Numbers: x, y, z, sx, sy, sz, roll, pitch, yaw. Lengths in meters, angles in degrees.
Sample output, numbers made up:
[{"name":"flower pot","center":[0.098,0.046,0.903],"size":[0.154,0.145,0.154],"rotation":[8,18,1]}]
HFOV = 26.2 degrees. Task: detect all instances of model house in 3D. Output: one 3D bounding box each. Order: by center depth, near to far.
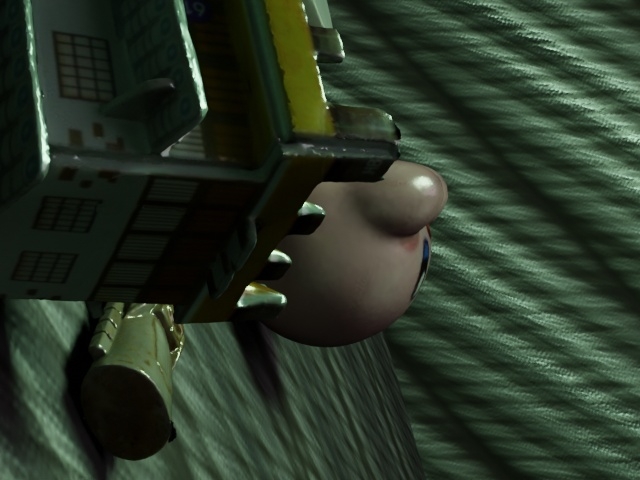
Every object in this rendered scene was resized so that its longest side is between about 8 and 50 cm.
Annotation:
[{"name":"model house","center":[-0.106,-0.079,0.731],"size":[0.198,0.215,0.224],"rotation":[-51,-137,49]}]

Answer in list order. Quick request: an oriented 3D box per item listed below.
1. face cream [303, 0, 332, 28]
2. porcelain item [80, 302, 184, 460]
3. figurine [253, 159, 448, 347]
[{"name":"face cream","center":[-0.104,-0.270,1.340],"size":[0.218,0.179,0.218],"rotation":[-17,90,-83]},{"name":"porcelain item","center":[-0.123,0.059,0.938],"size":[0.213,0.054,0.084],"rotation":[-95,168,-63]},{"name":"figurine","center":[-0.008,0.004,1.450],"size":[0.270,0.261,0.211],"rotation":[-24,125,-84]}]
